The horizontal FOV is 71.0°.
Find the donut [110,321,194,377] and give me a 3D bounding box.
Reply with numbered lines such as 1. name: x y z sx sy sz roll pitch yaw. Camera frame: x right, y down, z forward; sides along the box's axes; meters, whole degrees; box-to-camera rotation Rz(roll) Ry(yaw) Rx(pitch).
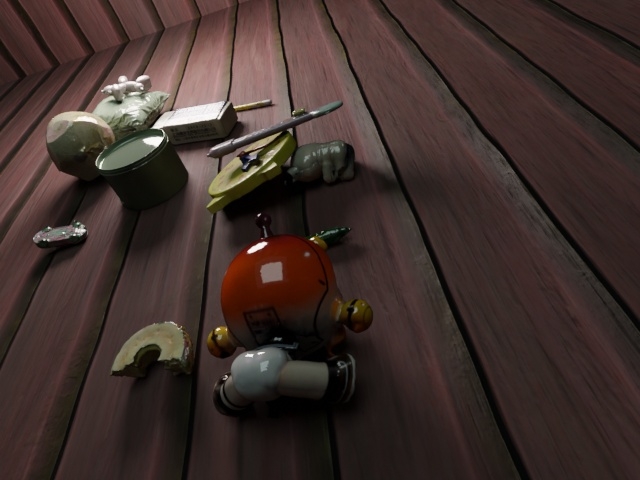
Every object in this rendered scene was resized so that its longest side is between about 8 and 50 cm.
1. donut: -0.317 0.218 0.881 0.165 0.065 0.108 -11 42 12

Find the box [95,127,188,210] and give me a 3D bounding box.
1. box: -0.543 -0.222 1.376 0.225 0.149 0.226 -12 41 11

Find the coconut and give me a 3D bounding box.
1. coconut: -0.811 -0.318 1.533 0.227 0.227 0.230 -30 42 -11

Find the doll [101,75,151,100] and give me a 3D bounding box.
1. doll: -0.748 -0.586 1.725 0.160 0.059 0.160 0 36 2

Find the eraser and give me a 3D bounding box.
1. eraser: -0.443 -0.413 1.588 0.278 0.081 0.124 -3 45 19

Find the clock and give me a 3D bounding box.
1. clock: -0.194 -0.210 1.220 0.277 0.071 0.294 -30 26 14

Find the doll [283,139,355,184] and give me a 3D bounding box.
1. doll: -0.003 -0.208 1.187 0.191 0.095 0.149 -9 45 9

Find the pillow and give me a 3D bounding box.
1. pillow: -0.757 -0.488 1.753 0.283 0.138 0.310 -9 40 11

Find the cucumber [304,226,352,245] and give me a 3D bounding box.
1. cucumber: 0.000 0.000 1.008 0.154 0.037 0.037 -17 41 6

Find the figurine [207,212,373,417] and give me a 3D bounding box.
1. figurine: -0.073 0.125 0.783 0.319 0.196 0.323 -15 51 16

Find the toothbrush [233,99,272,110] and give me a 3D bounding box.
1. toothbrush: -0.313 -0.488 1.663 0.287 0.021 0.024 -4 55 18

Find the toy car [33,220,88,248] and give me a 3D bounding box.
1. toy car: -0.753 -0.010 1.306 0.142 0.055 0.069 -10 41 -9

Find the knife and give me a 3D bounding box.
1. knife: -0.129 -0.305 1.215 0.398 0.038 0.132 -21 19 6
